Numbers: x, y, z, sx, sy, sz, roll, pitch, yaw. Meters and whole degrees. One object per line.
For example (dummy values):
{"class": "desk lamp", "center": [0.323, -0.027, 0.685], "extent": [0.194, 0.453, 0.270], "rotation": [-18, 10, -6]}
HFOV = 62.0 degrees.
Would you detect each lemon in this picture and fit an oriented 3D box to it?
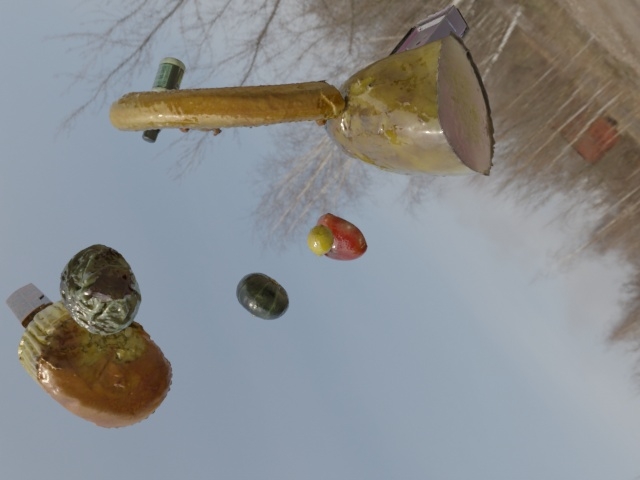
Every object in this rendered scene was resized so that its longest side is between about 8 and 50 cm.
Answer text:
{"class": "lemon", "center": [0.000, 0.000, 1.244], "extent": [0.062, 0.083, 0.062], "rotation": [4, -154, -2]}

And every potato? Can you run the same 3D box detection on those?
{"class": "potato", "center": [0.128, -0.200, 0.890], "extent": [0.229, 0.266, 0.229], "rotation": [7, -100, -47]}

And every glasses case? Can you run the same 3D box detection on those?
{"class": "glasses case", "center": [-0.650, 0.150, 1.200], "extent": [0.075, 0.218, 0.049], "rotation": [-47, -58, -23]}

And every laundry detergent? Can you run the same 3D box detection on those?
{"class": "laundry detergent", "center": [-0.423, -0.366, 1.410], "extent": [0.070, 0.099, 0.226], "rotation": [23, -104, -36]}

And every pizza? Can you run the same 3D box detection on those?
{"class": "pizza", "center": [-0.147, -0.208, 0.849], "extent": [0.365, 0.074, 0.182], "rotation": [-5, -172, -7]}

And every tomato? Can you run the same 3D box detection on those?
{"class": "tomato", "center": [0.045, 0.008, 1.410], "extent": [0.155, 0.155, 0.069], "rotation": [39, -121, -11]}

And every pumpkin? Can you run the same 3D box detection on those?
{"class": "pumpkin", "center": [-0.172, 0.167, 1.586], "extent": [0.167, 0.125, 0.167], "rotation": [48, 176, 4]}

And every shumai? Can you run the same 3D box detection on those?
{"class": "shumai", "center": [-0.284, 0.055, 0.699], "extent": [0.099, 0.087, 0.124], "rotation": [-22, -101, -36]}

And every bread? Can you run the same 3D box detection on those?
{"class": "bread", "center": [-0.374, 0.211, 0.913], "extent": [0.133, 0.179, 0.250], "rotation": [19, 149, 49]}

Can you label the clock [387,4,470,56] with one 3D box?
{"class": "clock", "center": [0.230, -0.427, 1.203], "extent": [0.073, 0.193, 0.144], "rotation": [46, 160, -24]}
